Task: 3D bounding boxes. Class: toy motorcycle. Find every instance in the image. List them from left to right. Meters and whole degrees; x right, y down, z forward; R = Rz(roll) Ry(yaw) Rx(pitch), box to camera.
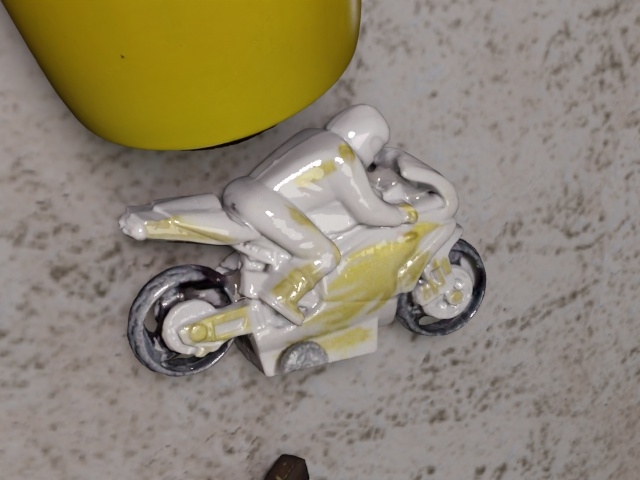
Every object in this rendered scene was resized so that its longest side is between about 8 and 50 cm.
[{"bbox_3d":[0.000,0.000,0.653,0.228,0.074,0.151,-5,111,-26],"label":"toy motorcycle"}]

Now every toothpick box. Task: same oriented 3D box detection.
[{"bbox_3d":[-0.072,-0.171,0.472,0.175,0.175,0.271,-28,132,-16],"label":"toothpick box"}]

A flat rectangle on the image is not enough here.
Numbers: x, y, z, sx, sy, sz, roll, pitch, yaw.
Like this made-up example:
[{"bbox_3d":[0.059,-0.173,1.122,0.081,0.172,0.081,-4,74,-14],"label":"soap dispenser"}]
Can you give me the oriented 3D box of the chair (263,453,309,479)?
[{"bbox_3d":[-0.170,0.302,0.643,0.240,0.416,0.203,1,119,19],"label":"chair"}]
